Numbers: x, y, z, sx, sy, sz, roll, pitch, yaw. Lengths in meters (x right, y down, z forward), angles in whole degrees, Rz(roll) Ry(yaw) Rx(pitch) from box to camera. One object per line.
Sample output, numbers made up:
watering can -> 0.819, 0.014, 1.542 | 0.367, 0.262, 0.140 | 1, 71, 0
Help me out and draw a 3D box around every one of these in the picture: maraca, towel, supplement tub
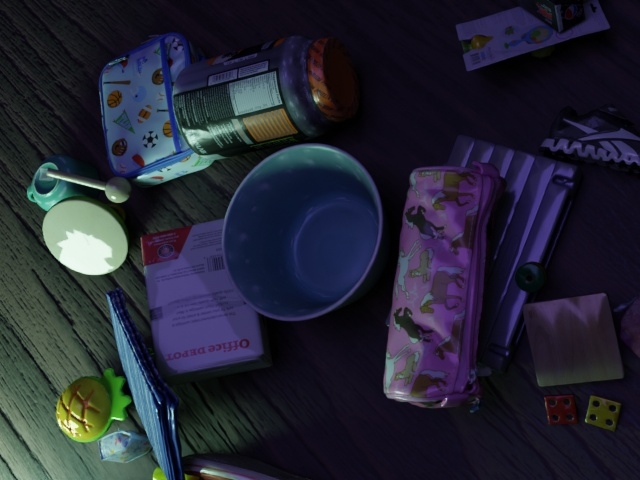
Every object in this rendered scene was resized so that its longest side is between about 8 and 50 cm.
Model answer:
maraca -> -0.446, 0.325, 1.867 | 0.186, 0.099, 0.127 | -28, 77, 25
towel -> -0.311, 0.268, 1.712 | 0.040, 0.243, 0.336 | -16, 39, -19
supplement tub -> -0.100, -0.269, 1.776 | 0.316, 0.194, 0.193 | -9, 73, 26

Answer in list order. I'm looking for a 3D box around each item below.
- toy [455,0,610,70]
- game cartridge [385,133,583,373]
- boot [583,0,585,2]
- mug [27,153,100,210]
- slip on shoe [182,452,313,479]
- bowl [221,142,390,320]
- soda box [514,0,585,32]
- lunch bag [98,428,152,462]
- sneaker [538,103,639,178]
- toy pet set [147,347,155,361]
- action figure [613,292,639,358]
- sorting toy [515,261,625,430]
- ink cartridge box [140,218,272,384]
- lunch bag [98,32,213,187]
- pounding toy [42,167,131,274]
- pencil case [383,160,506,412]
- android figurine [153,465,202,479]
toy -> 0.358, -0.347, 1.611 | 0.237, 0.056, 0.136 | -13, 45, 10
game cartridge -> 0.267, 0.016, 1.582 | 0.230, 0.068, 0.354 | 21, 88, 35
boot -> 0.486, -0.449, 1.551 | 0.165, 0.077, 0.213 | -43, 54, -1
mug -> -0.566, -0.111, 2.047 | 0.158, 0.097, 0.129 | -43, 61, 12
slip on shoe -> -0.109, 0.443, 1.648 | 0.332, 0.123, 0.101 | 14, 89, 25
bowl -> 0.000, 0.000, 1.670 | 0.312, 0.163, 0.311 | -8, 73, 28
soda box -> 0.370, -0.414, 1.587 | 0.053, 0.060, 0.169 | -30, 42, -5
lunch bag -> -0.373, 0.392, 1.829 | 0.083, 0.071, 0.053 | -26, 62, 23
sneaker -> 0.468, -0.164, 1.503 | 0.234, 0.078, 0.106 | 16, 88, 33
toy pet set -> -0.308, 0.221, 1.840 | 0.114, 0.065, 0.122 | 35, 96, 31
action figure -> 0.578, 0.207, 1.318 | 0.276, 0.248, 0.370 | -22, 64, -7
sorting toy -> 0.395, 0.159, 1.465 | 0.132, 0.046, 0.274 | -12, 92, 28
ink cartridge box -> -0.209, 0.114, 1.753 | 0.197, 0.114, 0.272 | -12, 70, 4
lunch bag -> -0.329, -0.274, 1.952 | 0.243, 0.115, 0.303 | -18, 70, 22
pounding toy -> -0.468, -0.054, 1.964 | 0.183, 0.110, 0.236 | 13, 123, 3
pencil case -> 0.195, 0.069, 1.484 | 0.167, 0.160, 0.385 | 3, 78, 16
android figurine -> -0.260, 0.541, 1.740 | 0.273, 0.056, 0.248 | -2, 76, 30
